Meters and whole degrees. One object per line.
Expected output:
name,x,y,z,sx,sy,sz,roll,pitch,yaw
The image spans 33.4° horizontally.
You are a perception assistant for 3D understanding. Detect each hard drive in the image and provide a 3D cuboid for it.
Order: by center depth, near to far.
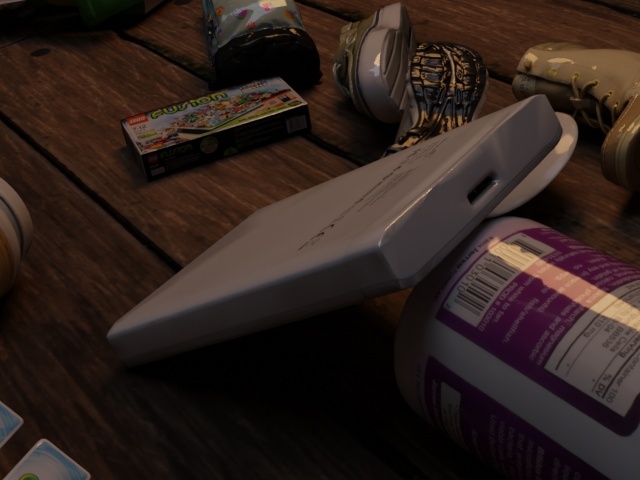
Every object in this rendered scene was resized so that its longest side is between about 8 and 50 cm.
hard drive,0.000,0.000,0.864,0.353,0.047,0.233,-19,17,48

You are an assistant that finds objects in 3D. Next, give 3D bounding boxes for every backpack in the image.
backpack,-0.085,-0.284,1.389,0.151,0.115,0.182,-10,54,-11

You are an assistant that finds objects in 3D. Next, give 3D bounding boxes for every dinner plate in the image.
dinner plate,0.191,-0.079,1.055,0.141,0.017,0.141,-37,25,20

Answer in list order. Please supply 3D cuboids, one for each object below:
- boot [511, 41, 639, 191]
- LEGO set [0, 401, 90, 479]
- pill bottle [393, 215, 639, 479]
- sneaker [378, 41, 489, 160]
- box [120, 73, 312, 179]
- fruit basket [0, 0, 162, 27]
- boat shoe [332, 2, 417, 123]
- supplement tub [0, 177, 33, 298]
boot,0.289,-0.139,1.115,0.203,0.095,0.262,14,37,32
LEGO set,-0.294,0.182,0.722,0.182,0.060,0.244,38,45,2
pill bottle,0.201,0.109,0.683,0.169,0.169,0.301,-28,37,-26
sneaker,0.114,-0.078,1.078,0.100,0.108,0.272,13,53,8
box,-0.127,-0.139,1.280,0.206,0.036,0.114,-19,33,-15
fruit basket,-0.391,-0.443,1.759,0.353,0.166,0.327,-8,28,32
boat shoe,0.064,-0.208,1.299,0.094,0.109,0.302,-18,21,16
supplement tub,-0.368,0.029,0.981,0.144,0.144,0.200,3,34,19
